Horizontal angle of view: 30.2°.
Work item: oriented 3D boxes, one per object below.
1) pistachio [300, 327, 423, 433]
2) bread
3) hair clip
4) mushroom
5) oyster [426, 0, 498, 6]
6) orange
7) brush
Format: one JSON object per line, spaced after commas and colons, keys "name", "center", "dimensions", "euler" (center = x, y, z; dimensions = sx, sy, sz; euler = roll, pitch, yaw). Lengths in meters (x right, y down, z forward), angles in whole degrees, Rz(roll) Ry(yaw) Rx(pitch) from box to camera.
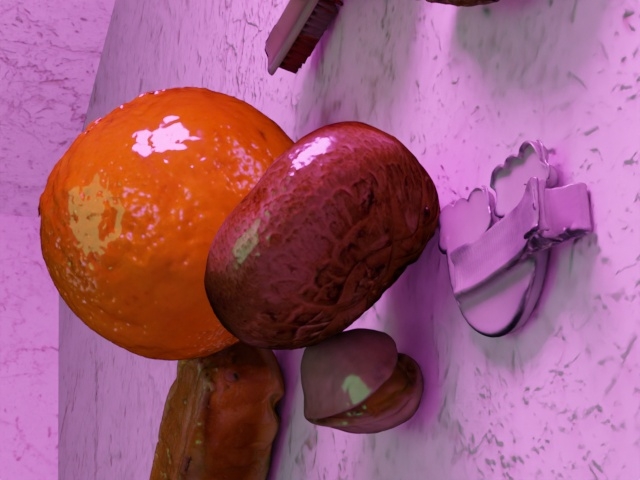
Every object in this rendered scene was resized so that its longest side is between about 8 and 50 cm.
{"name": "pistachio", "center": [0.037, 0.137, 1.134], "dimensions": [0.149, 0.113, 0.113], "euler": [172, 104, -71]}
{"name": "bread", "center": [-0.137, 0.258, 1.556], "dimensions": [0.167, 0.132, 0.294], "euler": [-123, 44, -60]}
{"name": "hair clip", "center": [0.145, 0.004, 0.962], "dimensions": [0.220, 0.054, 0.140], "euler": [133, 135, -64]}
{"name": "mushroom", "center": [0.000, 0.000, 1.100], "dimensions": [0.153, 0.253, 0.253], "euler": [45, 139, 16]}
{"name": "oyster", "center": [0.151, -0.272, 0.999], "dimensions": [0.294, 0.094, 0.166], "euler": [160, 134, -79]}
{"name": "orange", "center": [-0.158, -0.012, 1.417], "dimensions": [0.293, 0.341, 0.340], "euler": [50, 140, 21]}
{"name": "brush", "center": [0.018, -0.327, 1.434], "dimensions": [0.321, 0.050, 0.060], "euler": [-56, 30, 40]}
